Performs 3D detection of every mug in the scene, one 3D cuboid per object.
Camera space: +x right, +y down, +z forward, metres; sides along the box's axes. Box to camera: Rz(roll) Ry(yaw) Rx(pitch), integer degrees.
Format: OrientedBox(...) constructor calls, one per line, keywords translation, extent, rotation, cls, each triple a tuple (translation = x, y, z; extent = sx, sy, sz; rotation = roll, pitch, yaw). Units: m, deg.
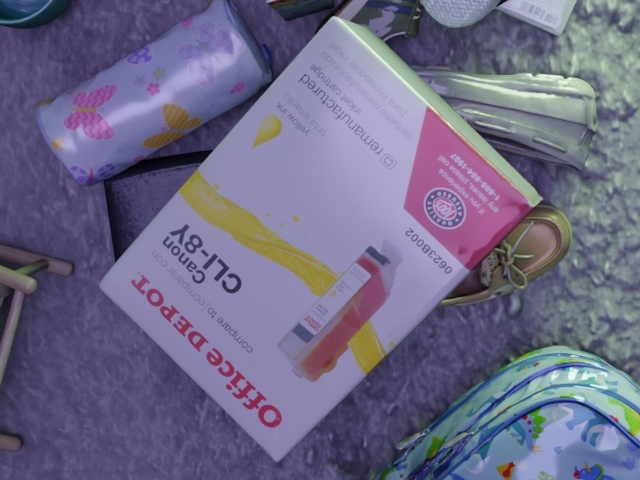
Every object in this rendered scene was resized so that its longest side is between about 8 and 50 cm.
OrientedBox(translation=(-0.336, -0.316, 1.318), extent=(0.158, 0.097, 0.129), rotation=(-21, 94, 4), cls="mug")

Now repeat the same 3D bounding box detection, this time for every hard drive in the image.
OrientedBox(translation=(-0.129, -0.022, 1.358), extent=(0.255, 0.054, 0.172), rotation=(-6, 95, 3), cls="hard drive")

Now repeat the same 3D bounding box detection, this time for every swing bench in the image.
OrientedBox(translation=(-0.462, 0.116, 1.333), extent=(0.255, 0.165, 0.253), rotation=(17, 97, 1), cls="swing bench")

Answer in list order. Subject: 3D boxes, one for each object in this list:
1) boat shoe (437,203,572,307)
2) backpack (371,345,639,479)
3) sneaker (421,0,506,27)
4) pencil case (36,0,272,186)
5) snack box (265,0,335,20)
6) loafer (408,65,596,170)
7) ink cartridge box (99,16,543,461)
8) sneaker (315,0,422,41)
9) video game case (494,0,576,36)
OrientedBox(translation=(0.160, 0.034, 1.331), extent=(0.285, 0.089, 0.104), rotation=(-20, 94, 5), cls="boat shoe")
OrientedBox(translation=(0.237, 0.289, 1.292), extent=(0.355, 0.273, 0.290), rotation=(-44, 85, -6), cls="backpack")
OrientedBox(translation=(0.216, -0.349, 1.236), extent=(0.101, 0.153, 0.268), rotation=(42, 108, 1), cls="sneaker")
OrientedBox(translation=(-0.193, -0.174, 1.316), extent=(0.273, 0.113, 0.124), rotation=(-31, 67, 5), cls="pencil case")
OrientedBox(translation=(-0.040, -0.340, 1.245), extent=(0.070, 0.207, 0.174), rotation=(-15, 96, 4), cls="snack box")
OrientedBox(translation=(0.156, -0.137, 1.305), extent=(0.320, 0.112, 0.111), rotation=(4, 87, 2), cls="loafer")
OrientedBox(translation=(0.000, 0.000, 1.210), extent=(0.279, 0.160, 0.384), rotation=(44, 104, 5), cls="ink cartridge box")
OrientedBox(translation=(0.090, -0.276, 1.324), extent=(0.192, 0.064, 0.086), rotation=(-43, 105, 3), cls="sneaker")
OrientedBox(translation=(0.238, -0.335, 1.328), extent=(0.157, 0.019, 0.143), rotation=(24, 96, 1), cls="video game case")
